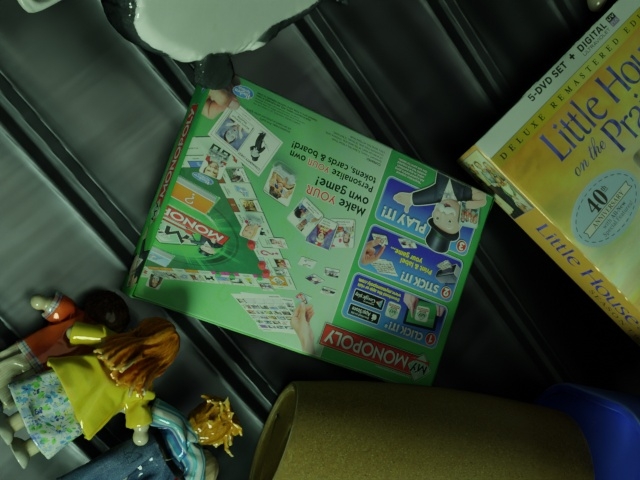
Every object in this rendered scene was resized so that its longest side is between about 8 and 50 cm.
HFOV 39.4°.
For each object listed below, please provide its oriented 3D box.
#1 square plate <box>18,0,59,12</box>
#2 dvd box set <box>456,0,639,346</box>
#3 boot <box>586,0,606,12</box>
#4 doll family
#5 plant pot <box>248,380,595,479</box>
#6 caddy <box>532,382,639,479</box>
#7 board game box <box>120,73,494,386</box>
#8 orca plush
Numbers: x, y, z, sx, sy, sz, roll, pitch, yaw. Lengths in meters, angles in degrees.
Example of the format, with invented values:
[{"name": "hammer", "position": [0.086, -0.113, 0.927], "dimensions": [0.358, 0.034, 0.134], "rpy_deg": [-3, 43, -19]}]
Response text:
[{"name": "square plate", "position": [-0.171, -0.395, 0.646], "dimensions": [0.347, 0.049, 0.344], "rpy_deg": [-46, 128, -35]}, {"name": "dvd box set", "position": [0.391, -0.040, 0.934], "dimensions": [0.420, 0.062, 0.307], "rpy_deg": [46, 73, 1]}, {"name": "boot", "position": [0.275, -0.313, 0.955], "dimensions": [0.087, 0.042, 0.118], "rpy_deg": [12, 87, -20]}, {"name": "doll family", "position": [-0.156, 0.158, 0.734], "dimensions": [0.163, 0.118, 0.263], "rpy_deg": [-32, 108, -19]}, {"name": "plant pot", "position": [0.071, 0.227, 0.812], "dimensions": [0.254, 0.237, 0.237], "rpy_deg": [21, 85, -10]}, {"name": "caddy", "position": [0.319, 0.272, 0.868], "dimensions": [0.179, 0.341, 0.241], "rpy_deg": [13, 88, -8]}, {"name": "board game box", "position": [0.000, 0.000, 0.839], "dimensions": [0.317, 0.046, 0.213], "rpy_deg": [22, 85, -25]}, {"name": "orca plush", "position": [-0.089, -0.227, 0.750], "dimensions": [0.287, 0.102, 0.151], "rpy_deg": [-44, 145, -39]}]
